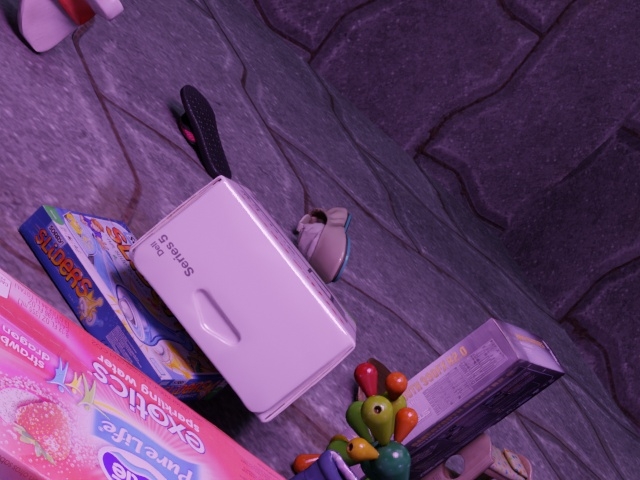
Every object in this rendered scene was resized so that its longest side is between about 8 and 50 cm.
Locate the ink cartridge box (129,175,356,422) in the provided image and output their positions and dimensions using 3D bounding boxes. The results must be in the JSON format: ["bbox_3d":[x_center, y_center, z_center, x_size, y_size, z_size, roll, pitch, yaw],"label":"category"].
[{"bbox_3d":[-0.065,0.051,1.124,0.198,0.114,0.273,51,1,1],"label":"ink cartridge box"}]

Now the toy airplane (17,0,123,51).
[{"bbox_3d":[-0.390,-0.399,1.337,0.384,0.272,0.386,62,-20,15],"label":"toy airplane"}]

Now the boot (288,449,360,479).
[{"bbox_3d":[0.027,0.271,0.956,0.190,0.086,0.069,53,14,24],"label":"boot"}]

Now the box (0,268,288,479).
[{"bbox_3d":[-0.126,0.172,0.635,0.300,0.142,0.154,41,14,-25],"label":"box"}]

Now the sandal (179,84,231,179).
[{"bbox_3d":[-0.180,-0.155,1.683,0.067,0.040,0.179,20,44,-52],"label":"sandal"}]

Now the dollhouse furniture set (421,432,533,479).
[{"bbox_3d":[0.198,0.272,1.465,0.182,0.101,0.161,34,18,-44],"label":"dollhouse furniture set"}]

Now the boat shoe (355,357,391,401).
[{"bbox_3d":[0.064,0.191,1.402,0.050,0.045,0.135,36,19,-11],"label":"boat shoe"}]

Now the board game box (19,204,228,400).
[{"bbox_3d":[-0.176,0.059,1.047,0.201,0.035,0.136,52,14,19],"label":"board game box"}]

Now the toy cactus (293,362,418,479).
[{"bbox_3d":[0.056,0.226,1.058,0.219,0.112,0.180,103,-32,-51],"label":"toy cactus"}]

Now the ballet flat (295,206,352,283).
[{"bbox_3d":[0.000,0.000,1.725,0.086,0.086,0.248,45,12,-9],"label":"ballet flat"}]

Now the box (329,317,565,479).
[{"bbox_3d":[0.144,0.185,1.268,0.056,0.231,0.183,57,17,25],"label":"box"}]
